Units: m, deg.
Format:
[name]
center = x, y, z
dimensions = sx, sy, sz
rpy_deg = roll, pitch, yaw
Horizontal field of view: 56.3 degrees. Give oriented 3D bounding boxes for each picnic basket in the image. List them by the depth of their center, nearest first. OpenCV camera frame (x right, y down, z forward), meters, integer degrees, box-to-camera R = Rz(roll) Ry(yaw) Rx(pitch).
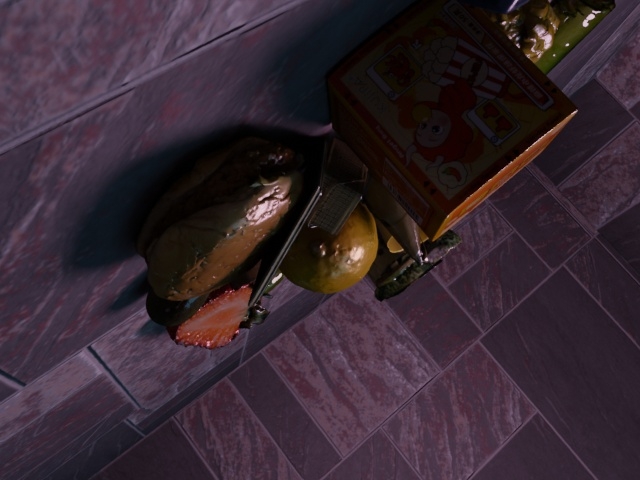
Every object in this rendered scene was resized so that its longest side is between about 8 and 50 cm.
[picnic basket]
center = 0.026, -0.100, 1.091
dimensions = 0.115, 0.079, 0.164
rpy_deg = -55, -167, 37

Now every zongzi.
[zongzi]
center = 0.186, -0.135, 1.162
dimensions = 0.260, 0.289, 0.123
rpy_deg = -46, 169, 28

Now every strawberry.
[strawberry]
center = -0.251, 0.165, 1.436
dimensions = 0.286, 0.106, 0.188
rpy_deg = -5, 124, -48

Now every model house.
[model house]
center = 0.247, -0.003, 1.896
dimensions = 0.321, 0.266, 0.261
rpy_deg = -37, 175, -8

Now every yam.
[yam]
center = -0.150, 0.022, 1.113
dimensions = 0.084, 0.127, 0.084
rpy_deg = -22, -179, 0

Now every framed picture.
[framed picture]
center = -0.045, -0.042, 1.017
dimensions = 0.232, 0.019, 0.296
rpy_deg = -58, -170, 22

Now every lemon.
[lemon]
center = 0.009, -0.002, 1.267
dimensions = 0.236, 0.236, 0.263
rpy_deg = -37, 175, -14

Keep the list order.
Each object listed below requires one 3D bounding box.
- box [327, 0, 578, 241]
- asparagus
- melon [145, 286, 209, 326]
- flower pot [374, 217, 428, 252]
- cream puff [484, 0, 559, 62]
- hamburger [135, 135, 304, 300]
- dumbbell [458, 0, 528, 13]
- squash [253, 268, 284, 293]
[box]
center = 0.195, -0.198, 0.961
dimensions = 0.259, 0.283, 0.214
rpy_deg = -39, 170, -2
[asparagus]
center = 0.556, -0.476, 1.502
dimensions = 0.128, 0.108, 0.382
rpy_deg = -32, 169, -37
[melon]
center = -0.259, 0.091, 1.111
dimensions = 0.162, 0.099, 0.099
rpy_deg = -49, 166, 17
[flower pot]
center = 0.235, -0.089, 1.729
dimensions = 0.195, 0.179, 0.195
rpy_deg = -23, 154, -12
[cream puff]
center = 0.361, -0.394, 1.111
dimensions = 0.116, 0.146, 0.146
rpy_deg = -28, 164, -41
[hamburger]
center = -0.143, -0.029, 0.910
dimensions = 0.259, 0.144, 0.283
rpy_deg = -26, 159, -45
[dumbbell]
center = 0.313, -0.429, 0.806
dimensions = 0.325, 0.160, 0.144
rpy_deg = -34, 136, -24
[squash]
center = -0.190, 0.136, 1.590
dimensions = 0.252, 0.066, 0.066
rpy_deg = -34, 167, -22
